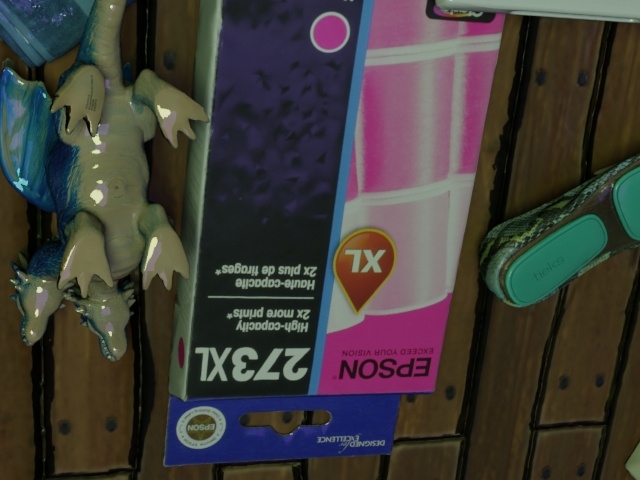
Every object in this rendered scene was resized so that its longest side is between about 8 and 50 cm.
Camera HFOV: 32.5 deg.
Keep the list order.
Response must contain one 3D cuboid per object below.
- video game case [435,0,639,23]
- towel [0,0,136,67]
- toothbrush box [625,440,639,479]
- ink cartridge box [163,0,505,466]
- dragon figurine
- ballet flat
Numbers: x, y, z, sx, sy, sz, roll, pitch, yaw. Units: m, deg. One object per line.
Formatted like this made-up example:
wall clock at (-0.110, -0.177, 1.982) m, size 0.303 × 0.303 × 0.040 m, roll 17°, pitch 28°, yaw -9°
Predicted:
video game case at (0.151, -0.225, 0.640) m, size 0.173 × 0.022 × 0.190 m, roll 0°, pitch 91°, yaw -17°
towel at (-0.135, -0.153, 0.619) m, size 0.119 × 0.029 × 0.067 m, roll -37°, pitch 119°, yaw 1°
toothbrush box at (0.382, 0.121, 0.794) m, size 0.122 × 0.206 × 0.283 m, roll 22°, pitch 104°, yaw -24°
ink cartridge box at (0.000, 0.000, 0.711) m, size 0.176 × 0.069 × 0.370 m, roll 1°, pitch 115°, yaw -17°
dragon figurine at (-0.131, -0.055, 0.621) m, size 0.085 × 0.144 × 0.289 m, roll -7°, pitch 106°, yaw -30°
ballet flat at (0.189, -0.021, 0.755) m, size 0.188 × 0.070 × 0.070 m, roll -26°, pitch 118°, yaw -9°
